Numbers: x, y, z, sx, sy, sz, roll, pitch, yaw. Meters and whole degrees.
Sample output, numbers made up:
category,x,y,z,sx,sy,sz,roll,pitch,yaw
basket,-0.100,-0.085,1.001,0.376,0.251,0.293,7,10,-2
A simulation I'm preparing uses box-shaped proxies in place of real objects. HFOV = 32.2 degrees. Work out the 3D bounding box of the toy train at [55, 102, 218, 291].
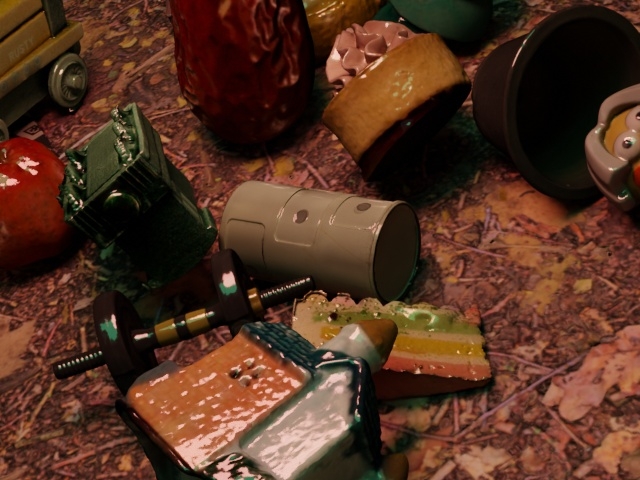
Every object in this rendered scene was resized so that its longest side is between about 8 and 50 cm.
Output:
category,x,y,z,sx,sy,sz,roll,pitch,yaw
toy train,-0.240,-0.062,1.442,0.138,0.178,0.330,-42,21,5

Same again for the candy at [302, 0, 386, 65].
category,x,y,z,sx,sy,sz,roll,pitch,yaw
candy,-0.020,-0.386,1.777,0.259,0.118,0.260,-15,44,15

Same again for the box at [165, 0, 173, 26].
category,x,y,z,sx,sy,sz,roll,pitch,yaw
box,-0.213,-0.384,1.885,0.084,0.063,0.060,-14,41,10

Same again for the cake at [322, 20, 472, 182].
category,x,y,z,sx,sy,sz,roll,pitch,yaw
cake,0.075,-0.201,1.444,0.207,0.185,0.178,-43,82,-14

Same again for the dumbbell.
category,x,y,z,sx,sy,sz,roll,pitch,yaw
dumbbell,-0.161,0.103,1.306,0.325,0.143,0.143,-20,42,2

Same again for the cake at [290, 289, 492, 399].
category,x,y,z,sx,sy,sz,roll,pitch,yaw
cake,0.076,0.129,1.262,0.225,0.090,0.109,4,43,0

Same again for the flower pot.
category,x,y,z,sx,sy,sz,roll,pitch,yaw
flower pot,0.285,-0.178,1.386,0.235,0.235,0.148,-36,26,-16

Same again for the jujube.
category,x,y,z,sx,sy,sz,roll,pitch,yaw
jujube,-0.116,-0.295,1.568,0.223,0.318,0.223,-7,39,5

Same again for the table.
category,x,y,z,sx,sy,sz,roll,pitch,yaw
table,0.000,0.000,1.361,0.219,0.126,0.126,10,51,31

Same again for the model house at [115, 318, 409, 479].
category,x,y,z,sx,sy,sz,roll,pitch,yaw
model house,-0.018,0.192,1.130,0.291,0.184,0.253,-38,45,-19

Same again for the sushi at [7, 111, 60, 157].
category,x,y,z,sx,sy,sz,roll,pitch,yaw
sushi,-0.583,-0.140,1.798,0.264,0.050,0.290,-20,38,-19

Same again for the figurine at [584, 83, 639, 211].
category,x,y,z,sx,sy,sz,roll,pitch,yaw
figurine,0.418,-0.080,1.266,0.236,0.133,0.176,26,86,29

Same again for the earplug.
category,x,y,z,sx,sy,sz,roll,pitch,yaw
earplug,0.147,-0.340,1.621,0.164,0.280,0.257,43,33,24

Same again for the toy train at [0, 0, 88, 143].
category,x,y,z,sx,sy,sz,roll,pitch,yaw
toy train,-0.513,-0.271,1.714,0.160,0.253,0.397,14,41,22

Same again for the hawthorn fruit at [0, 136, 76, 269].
category,x,y,z,sx,sy,sz,roll,pitch,yaw
hawthorn fruit,-0.429,-0.064,1.545,0.179,0.200,0.179,-7,47,8
